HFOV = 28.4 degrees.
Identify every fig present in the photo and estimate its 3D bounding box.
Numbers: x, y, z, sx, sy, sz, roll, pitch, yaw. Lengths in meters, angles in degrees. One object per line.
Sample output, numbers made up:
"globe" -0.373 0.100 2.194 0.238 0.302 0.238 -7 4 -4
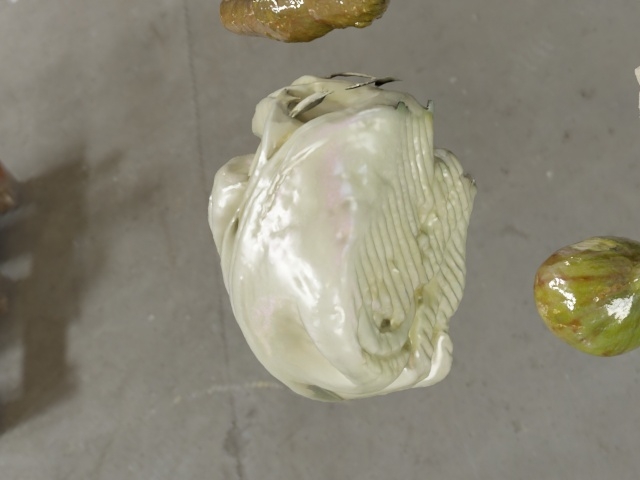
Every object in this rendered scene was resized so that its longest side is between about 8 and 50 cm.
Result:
"fig" 0.325 0.047 1.343 0.149 0.149 0.245 -51 4 -18

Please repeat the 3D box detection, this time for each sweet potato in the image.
"sweet potato" -0.022 -0.188 0.996 0.067 0.067 0.274 -49 27 -17

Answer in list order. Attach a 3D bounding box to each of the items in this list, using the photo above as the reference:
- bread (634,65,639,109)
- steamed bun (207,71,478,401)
"bread" 0.224 -0.047 0.683 0.077 0.152 0.105 7 36 29
"steamed bun" 0.000 0.000 1.130 0.207 0.268 0.280 3 79 29
